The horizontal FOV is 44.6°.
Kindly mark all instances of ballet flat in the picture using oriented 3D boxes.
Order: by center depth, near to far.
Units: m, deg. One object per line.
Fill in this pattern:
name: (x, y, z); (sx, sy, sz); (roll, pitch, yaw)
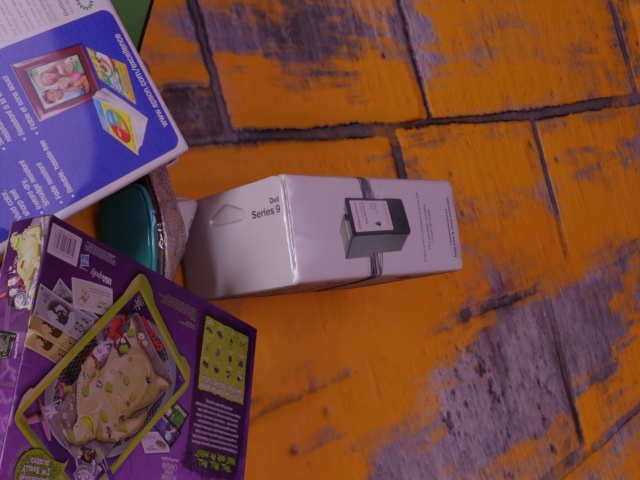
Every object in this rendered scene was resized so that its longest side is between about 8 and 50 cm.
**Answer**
ballet flat: (-0.194, -0.065, 0.867); (0.106, 0.107, 0.316); (-10, 87, -52)

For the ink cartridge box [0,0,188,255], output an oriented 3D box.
ink cartridge box: (-0.307, -0.145, 0.663); (0.307, 0.072, 0.304); (-36, 107, -34)

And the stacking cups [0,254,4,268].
stacking cups: (-0.412, 0.025, 0.636); (0.316, 0.096, 0.096); (-23, 95, -44)

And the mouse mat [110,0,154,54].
mouse mat: (-0.255, -0.266, 0.852); (0.152, 0.007, 0.190); (8, 67, 4)

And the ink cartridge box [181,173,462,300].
ink cartridge box: (0.000, 0.000, 0.960); (0.289, 0.211, 0.122); (-2, 82, -43)

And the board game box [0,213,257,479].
board game box: (-0.166, 0.137, 0.727); (0.347, 0.056, 0.208); (42, 42, -57)
